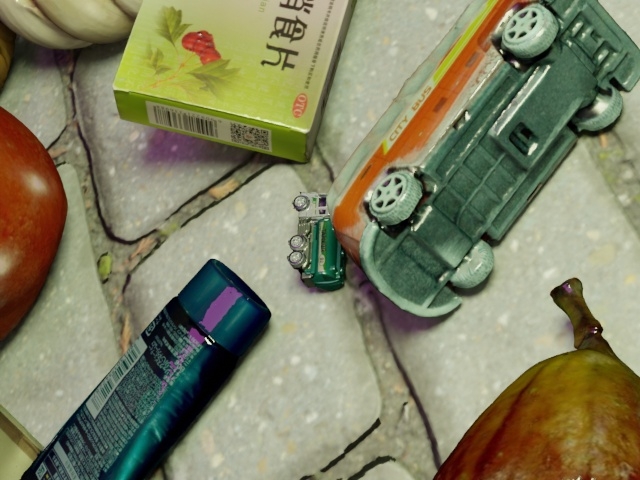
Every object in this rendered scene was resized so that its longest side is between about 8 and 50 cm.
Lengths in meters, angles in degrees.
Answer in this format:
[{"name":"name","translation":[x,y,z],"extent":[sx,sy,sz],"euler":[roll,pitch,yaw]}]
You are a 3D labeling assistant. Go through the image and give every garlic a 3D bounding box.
[{"name":"garlic","translation":[-0.249,-0.281,1.424],"extent":[0.281,0.203,0.184],"euler":[27,98,42]}]

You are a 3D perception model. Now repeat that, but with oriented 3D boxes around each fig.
[{"name":"fig","translation":[0.155,0.130,0.882],"extent":[0.170,0.145,0.274],"euler":[-24,34,35]}]

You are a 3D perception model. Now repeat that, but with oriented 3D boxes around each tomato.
[{"name":"tomato","translation":[-0.403,-0.011,1.311],"extent":[0.325,0.293,0.289],"euler":[-38,57,25]}]

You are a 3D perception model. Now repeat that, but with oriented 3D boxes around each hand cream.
[{"name":"hand cream","translation":[-0.151,0.138,1.167],"extent":[0.270,0.061,0.120],"euler":[-49,43,3]}]

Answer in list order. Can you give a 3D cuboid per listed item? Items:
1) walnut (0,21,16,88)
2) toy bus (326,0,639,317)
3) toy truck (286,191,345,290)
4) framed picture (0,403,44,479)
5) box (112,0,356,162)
[{"name":"walnut","translation":[-0.398,-0.205,1.564],"extent":[0.211,0.087,0.167],"euler":[12,77,44]},{"name":"toy bus","translation":[0.111,-0.075,1.066],"extent":[0.265,0.121,0.120],"euler":[-52,36,-1]},{"name":"toy truck","translation":[0.000,0.000,1.155],"extent":[0.044,0.039,0.083],"euler":[-6,59,16]},{"name":"framed picture","translation":[-0.299,0.244,1.247],"extent":[0.173,0.010,0.231],"euler":[-54,44,-4]},{"name":"box","translation":[-0.062,-0.211,1.263],"extent":[0.175,0.062,0.260],"euler":[13,67,6]}]
